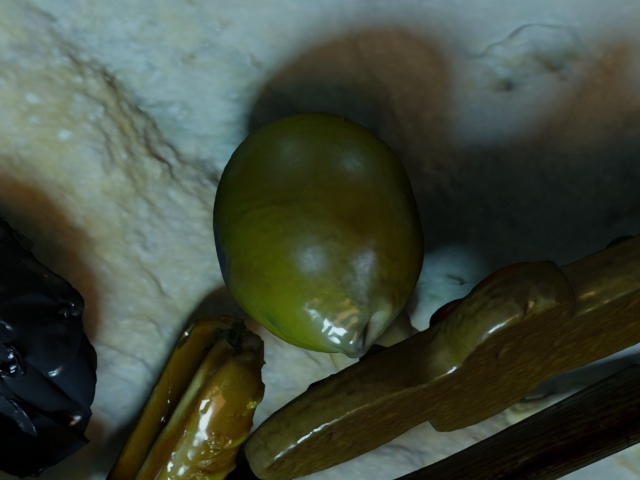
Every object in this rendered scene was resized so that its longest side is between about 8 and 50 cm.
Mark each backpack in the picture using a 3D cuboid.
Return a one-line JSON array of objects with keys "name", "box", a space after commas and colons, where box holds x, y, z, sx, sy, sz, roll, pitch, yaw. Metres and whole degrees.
[{"name": "backpack", "box": [-0.259, 0.091, 1.372, 0.206, 0.133, 0.258, -18, 143, 12]}]

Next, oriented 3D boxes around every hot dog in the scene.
[{"name": "hot dog", "box": [-0.113, 0.167, 1.472, 0.072, 0.115, 0.269, 10, 130, -26]}]

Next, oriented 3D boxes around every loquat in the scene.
[{"name": "loquat", "box": [0.000, 0.000, 1.275, 0.152, 0.195, 0.152, -15, 134, -16]}]

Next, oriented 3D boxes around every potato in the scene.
[{"name": "potato", "box": [0.034, 0.071, 1.446, 0.068, 0.062, 0.083, -47, 157, -4]}]

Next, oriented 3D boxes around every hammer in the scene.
[{"name": "hammer", "box": [0.106, 0.194, 1.515, 0.409, 0.242, 0.095, -25, 127, -10]}]

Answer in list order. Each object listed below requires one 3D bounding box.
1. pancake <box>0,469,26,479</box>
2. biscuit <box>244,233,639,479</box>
[{"name": "pancake", "box": [-0.344, 0.221, 1.447, 0.382, 0.071, 0.382, 6, 154, 3]}, {"name": "biscuit", "box": [0.141, 0.058, 1.344, 0.432, 0.064, 0.283, -22, 162, -9]}]
